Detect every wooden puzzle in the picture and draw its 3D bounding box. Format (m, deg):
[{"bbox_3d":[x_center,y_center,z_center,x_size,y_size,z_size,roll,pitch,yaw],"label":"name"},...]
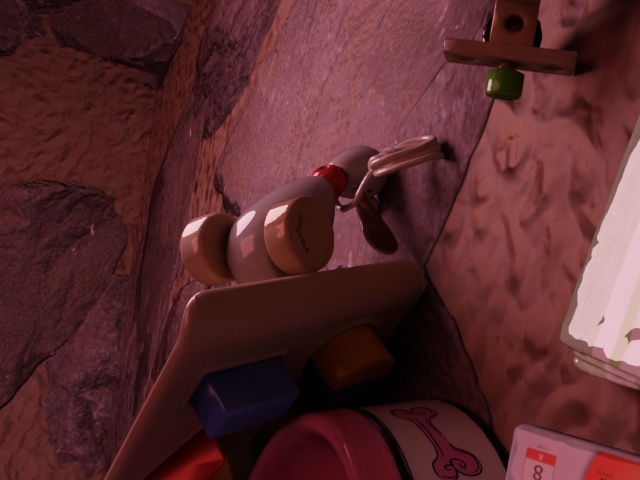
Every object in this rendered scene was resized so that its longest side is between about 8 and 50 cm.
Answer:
[{"bbox_3d":[-0.055,0.186,0.895,0.080,0.322,0.348,50,129,32],"label":"wooden puzzle"}]

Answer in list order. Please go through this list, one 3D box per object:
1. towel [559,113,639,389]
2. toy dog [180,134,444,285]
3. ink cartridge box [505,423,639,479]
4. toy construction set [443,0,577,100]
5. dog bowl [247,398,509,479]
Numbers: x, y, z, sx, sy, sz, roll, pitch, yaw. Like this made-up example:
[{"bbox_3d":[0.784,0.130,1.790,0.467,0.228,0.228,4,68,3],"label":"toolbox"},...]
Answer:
[{"bbox_3d":[0.283,0.002,0.495,0.325,0.038,0.248,-156,86,-73],"label":"towel"},{"bbox_3d":[0.000,0.000,0.970,0.220,0.333,0.161,4,115,55],"label":"toy dog"},{"bbox_3d":[0.183,0.229,0.539,0.145,0.045,0.179,8,80,43],"label":"ink cartridge box"},{"bbox_3d":[0.144,-0.255,0.702,0.257,0.308,0.237,-140,62,-75],"label":"toy construction set"},{"bbox_3d":[0.027,0.345,0.771,0.408,0.150,0.408,-46,37,51],"label":"dog bowl"}]
